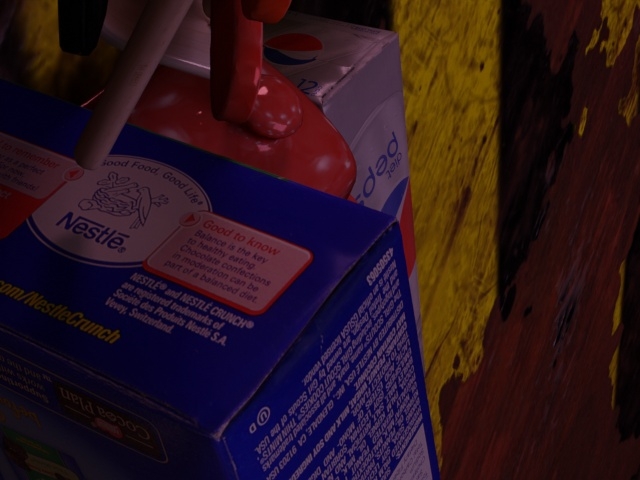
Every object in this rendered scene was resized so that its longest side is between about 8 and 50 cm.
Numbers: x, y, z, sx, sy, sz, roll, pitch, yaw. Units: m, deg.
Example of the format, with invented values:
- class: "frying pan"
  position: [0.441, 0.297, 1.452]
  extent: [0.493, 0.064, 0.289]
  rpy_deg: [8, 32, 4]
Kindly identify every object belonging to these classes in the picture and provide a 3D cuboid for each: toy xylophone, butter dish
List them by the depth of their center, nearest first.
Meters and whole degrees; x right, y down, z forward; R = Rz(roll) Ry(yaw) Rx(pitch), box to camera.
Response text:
- class: "toy xylophone"
  position: [-0.025, -0.155, 0.457]
  extent: [0.323, 0.081, 0.236]
  rpy_deg: [138, -44, -64]
- class: "butter dish"
  position: [-0.047, -0.040, 0.688]
  extent: [0.160, 0.160, 0.118]
  rpy_deg: [-46, 179, -40]

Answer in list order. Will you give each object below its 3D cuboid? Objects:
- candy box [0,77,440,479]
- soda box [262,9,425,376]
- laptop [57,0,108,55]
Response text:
- class: "candy box"
  position: [-0.081, 0.097, 0.611]
  extent: [0.122, 0.268, 0.317]
  rpy_deg: [-47, 143, -33]
- class: "soda box"
  position: [0.000, 0.000, 0.882]
  extent: [0.091, 0.098, 0.286]
  rpy_deg: [-47, 141, -40]
- class: "laptop"
  position: [-0.162, -0.318, 0.314]
  extent: [0.408, 0.236, 0.382]
  rpy_deg: [107, -18, -61]
